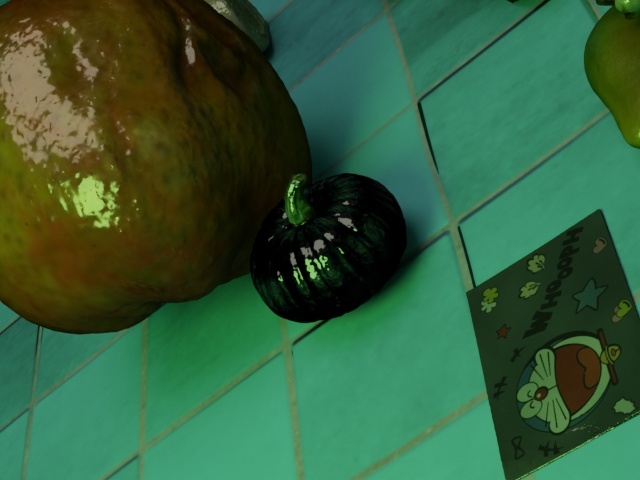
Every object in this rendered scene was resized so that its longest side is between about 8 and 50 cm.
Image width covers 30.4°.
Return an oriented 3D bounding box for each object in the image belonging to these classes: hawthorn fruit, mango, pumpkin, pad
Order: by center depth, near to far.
[{"bbox_3d":[0.218,0.093,1.099,0.170,0.006,0.246,-35,35,25],"label":"pad"},{"bbox_3d":[0.329,-0.169,1.160,0.122,0.085,0.191,-29,44,12],"label":"mango"},{"bbox_3d":[0.008,0.010,1.329,0.194,0.150,0.194,-57,19,32],"label":"pumpkin"},{"bbox_3d":[-0.241,-0.123,1.468,0.471,0.471,0.472,-33,36,27],"label":"hawthorn fruit"}]

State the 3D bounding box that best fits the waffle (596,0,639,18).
[{"bbox_3d":[0.375,-0.277,1.143,0.223,0.054,0.204,12,45,42],"label":"waffle"}]

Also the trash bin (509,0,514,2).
[{"bbox_3d":[0.259,-0.469,1.443,0.301,0.203,0.252,-51,13,1],"label":"trash bin"}]

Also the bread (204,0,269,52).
[{"bbox_3d":[-0.169,-0.326,1.902,0.141,0.134,0.148,-40,20,17],"label":"bread"}]
